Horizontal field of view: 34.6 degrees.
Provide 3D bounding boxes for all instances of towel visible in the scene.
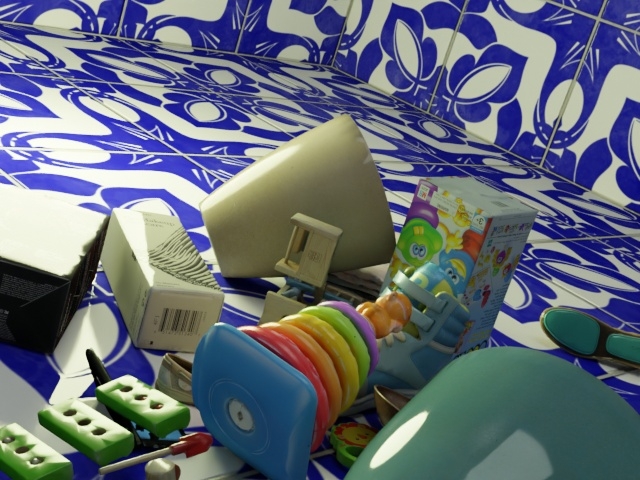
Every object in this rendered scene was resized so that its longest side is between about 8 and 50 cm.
[{"bbox_3d":[0.000,0.000,1.911,0.332,0.053,0.317,21,19,9],"label":"towel"}]

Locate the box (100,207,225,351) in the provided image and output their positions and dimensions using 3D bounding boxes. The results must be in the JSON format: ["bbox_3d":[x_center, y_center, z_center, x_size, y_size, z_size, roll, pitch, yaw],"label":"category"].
[{"bbox_3d":[-0.232,0.052,1.472,0.113,0.094,0.275,7,22,-27],"label":"box"}]

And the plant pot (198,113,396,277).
[{"bbox_3d":[-0.049,-0.041,1.670,0.274,0.256,0.256,-19,27,-7],"label":"plant pot"}]

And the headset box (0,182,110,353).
[{"bbox_3d":[-0.415,0.017,1.373,0.218,0.110,0.293,16,18,-7],"label":"headset box"}]

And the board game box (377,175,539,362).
[{"bbox_3d":[0.198,0.054,1.583,0.142,0.275,0.144,31,22,34],"label":"board game box"}]

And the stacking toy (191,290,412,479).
[{"bbox_3d":[0.008,0.133,1.213,0.166,0.175,0.302,31,42,29],"label":"stacking toy"}]

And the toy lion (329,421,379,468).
[{"bbox_3d":[0.051,0.255,1.265,0.096,0.034,0.100,19,17,25],"label":"toy lion"}]

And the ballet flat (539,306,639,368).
[{"bbox_3d":[0.497,0.183,1.853,0.232,0.080,0.073,21,-10,0],"label":"ballet flat"}]

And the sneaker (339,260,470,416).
[{"bbox_3d":[0.070,0.119,1.371,0.319,0.208,0.127,3,26,-44],"label":"sneaker"}]

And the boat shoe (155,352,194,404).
[{"bbox_3d":[-0.126,0.181,1.272,0.153,0.048,0.056,18,18,-1],"label":"boat shoe"}]

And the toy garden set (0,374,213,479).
[{"bbox_3d":[-0.220,0.220,0.957,0.244,0.049,0.204,-20,27,-40],"label":"toy garden set"}]

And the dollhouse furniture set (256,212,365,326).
[{"bbox_3d":[0.006,0.058,1.536,0.129,0.183,0.129,21,18,9],"label":"dollhouse furniture set"}]

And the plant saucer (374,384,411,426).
[{"bbox_3d":[0.144,0.247,1.283,0.199,0.036,0.198,30,2,-1],"label":"plant saucer"}]

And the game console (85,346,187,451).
[{"bbox_3d":[-0.208,0.179,1.173,0.071,0.107,0.122,-22,34,-20],"label":"game console"}]

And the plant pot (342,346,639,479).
[{"bbox_3d":[0.140,0.273,0.914,0.293,0.293,0.235,29,35,30],"label":"plant pot"}]
